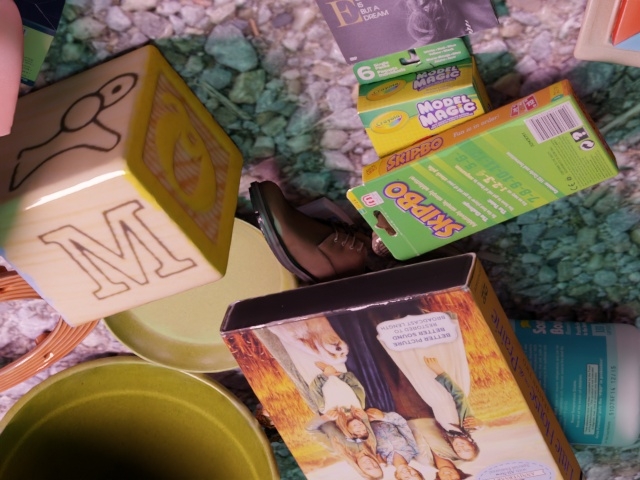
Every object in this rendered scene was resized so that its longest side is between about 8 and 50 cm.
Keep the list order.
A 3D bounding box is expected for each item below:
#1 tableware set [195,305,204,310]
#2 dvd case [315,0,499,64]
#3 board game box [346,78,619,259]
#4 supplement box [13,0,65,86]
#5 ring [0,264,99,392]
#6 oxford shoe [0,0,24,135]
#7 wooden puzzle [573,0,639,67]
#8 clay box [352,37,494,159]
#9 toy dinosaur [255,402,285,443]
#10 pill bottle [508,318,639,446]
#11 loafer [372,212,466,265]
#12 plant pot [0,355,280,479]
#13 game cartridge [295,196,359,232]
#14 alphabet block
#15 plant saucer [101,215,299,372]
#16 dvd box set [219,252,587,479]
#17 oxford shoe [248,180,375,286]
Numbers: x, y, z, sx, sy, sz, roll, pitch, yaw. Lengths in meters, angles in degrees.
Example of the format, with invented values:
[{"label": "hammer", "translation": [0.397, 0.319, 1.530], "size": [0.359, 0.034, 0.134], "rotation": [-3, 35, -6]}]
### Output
[{"label": "tableware set", "translation": [-0.126, 0.107, 2.061], "size": [0.154, 0.024, 0.104], "rotation": [-26, 128, 29]}, {"label": "dvd case", "translation": [0.063, -0.272, 1.644], "size": [0.164, 0.018, 0.221], "rotation": [-12, 134, 19]}, {"label": "board game box", "translation": [0.165, -0.068, 1.761], "size": [0.259, 0.039, 0.124], "rotation": [-24, 130, 19]}, {"label": "supplement box", "translation": [-0.313, -0.215, 1.716], "size": [0.083, 0.056, 0.083], "rotation": [20, 134, -14]}, {"label": "ring", "translation": [-0.410, 0.117, 1.982], "size": [0.337, 0.032, 0.336], "rotation": [-24, 158, -10]}, {"label": "oxford shoe", "translation": [-0.402, -0.054, 1.649], "size": [0.146, 0.140, 0.397], "rotation": [4, 106, -33]}, {"label": "wooden puzzle", "translation": [0.374, -0.242, 1.623], "size": [0.221, 0.044, 0.238], "rotation": [7, 137, -2]}, {"label": "clay box", "translation": [0.124, -0.107, 1.786], "size": [0.127, 0.053, 0.222], "rotation": [-13, 134, 18]}, {"label": "toy dinosaur", "translation": [0.083, 0.263, 2.125], "size": [0.322, 0.164, 0.218], "rotation": [14, 124, 23]}, {"label": "pill bottle", "translation": [0.242, 0.166, 1.995], "size": [0.264, 0.146, 0.146], "rotation": [2, 137, 3]}, {"label": "loafer", "translation": [0.116, 0.004, 1.910], "size": [0.056, 0.050, 0.148], "rotation": [-30, 142, 33]}, {"label": "plant pot", "translation": [-0.250, 0.391, 2.173], "size": [0.366, 0.366, 0.353], "rotation": [9, 148, -3]}, {"label": "game cartridge", "translation": [0.009, -0.013, 1.926], "size": [0.056, 0.017, 0.083], "rotation": [-24, 130, 23]}, {"label": "alphabet block", "translation": [-0.219, -0.055, 1.781], "size": [0.197, 0.192, 0.193], "rotation": [-18, 134, 25]}, {"label": "plant saucer", "translation": [-0.143, 0.052, 1.973], "size": [0.241, 0.037, 0.241], "rotation": [1, 126, 1]}, {"label": "dvd box set", "translation": [0.110, 0.214, 1.925], "size": [0.308, 0.062, 0.420], "rotation": [-11, 125, 25]}, {"label": "oxford shoe", "translation": [0.000, 0.000, 1.885], "size": [0.096, 0.083, 0.227], "rotation": [-32, 129, 12]}]
